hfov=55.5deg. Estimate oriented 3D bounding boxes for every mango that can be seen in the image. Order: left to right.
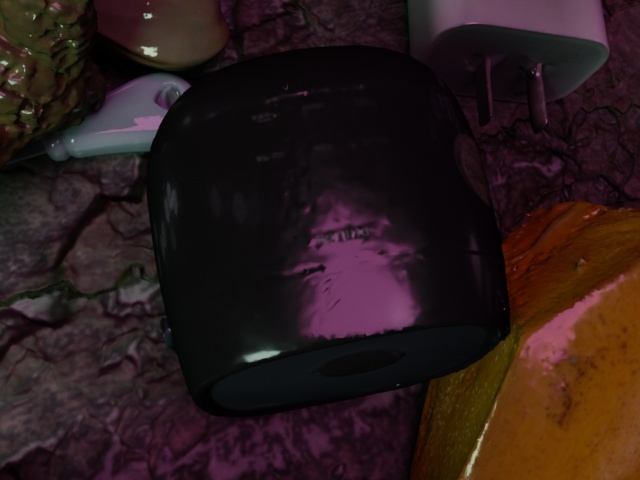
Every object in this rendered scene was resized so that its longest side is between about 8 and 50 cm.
[{"bbox_3d":[0.190,0.115,0.491,0.199,0.201,0.350,27,75,22],"label":"mango"}]

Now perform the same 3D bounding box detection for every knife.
[{"bbox_3d":[-0.271,-0.091,0.532,0.332,0.044,0.080,-15,77,-13],"label":"knife"}]

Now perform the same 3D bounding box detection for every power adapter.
[{"bbox_3d":[0.189,-0.232,0.633,0.187,0.124,0.255,4,71,-11],"label":"power adapter"}]

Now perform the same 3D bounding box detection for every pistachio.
[{"bbox_3d":[-0.169,-0.217,0.548,0.185,0.124,0.124,12,70,0],"label":"pistachio"}]

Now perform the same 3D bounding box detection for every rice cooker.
[{"bbox_3d":[0.000,0.000,0.451,0.267,0.267,0.224,-7,66,-15],"label":"rice cooker"}]

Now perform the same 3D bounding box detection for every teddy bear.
[{"bbox_3d":[-0.288,-0.177,0.465,0.256,0.156,0.267,40,104,6],"label":"teddy bear"}]
